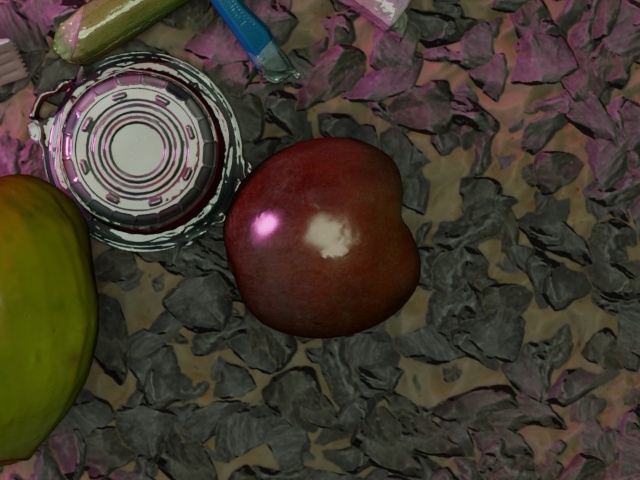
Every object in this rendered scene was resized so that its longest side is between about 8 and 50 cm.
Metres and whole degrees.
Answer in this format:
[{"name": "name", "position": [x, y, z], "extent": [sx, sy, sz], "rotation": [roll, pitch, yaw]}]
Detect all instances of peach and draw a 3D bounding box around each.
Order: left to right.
[{"name": "peach", "position": [0.000, 0.000, 1.532], "extent": [0.252, 0.252, 0.252], "rotation": [0, 94, -6]}]

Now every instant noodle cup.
[{"name": "instant noodle cup", "position": [-0.220, -0.111, 1.525], "extent": [0.302, 0.181, 0.258], "rotation": [12, 91, -6]}]

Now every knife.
[{"name": "knife", "position": [-0.121, -0.308, 1.558], "extent": [0.044, 0.026, 0.296], "rotation": [-39, 117, -4]}]

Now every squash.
[{"name": "squash", "position": [-0.234, -0.298, 1.569], "extent": [0.239, 0.069, 0.069], "rotation": [-33, 96, -3]}]

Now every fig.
[{"name": "fig", "position": [-0.404, 0.096, 1.443], "extent": [0.343, 0.343, 0.343], "rotation": [0, 94, -6]}]

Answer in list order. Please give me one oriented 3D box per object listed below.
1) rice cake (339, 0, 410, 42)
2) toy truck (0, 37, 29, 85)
[{"name": "rice cake", "position": [-0.037, -0.397, 1.584], "extent": [0.399, 0.064, 0.070], "rotation": [35, 84, -7]}, {"name": "toy truck", "position": [-0.511, -0.222, 1.519], "extent": [0.286, 0.136, 0.111], "rotation": [-12, 74, -6]}]
